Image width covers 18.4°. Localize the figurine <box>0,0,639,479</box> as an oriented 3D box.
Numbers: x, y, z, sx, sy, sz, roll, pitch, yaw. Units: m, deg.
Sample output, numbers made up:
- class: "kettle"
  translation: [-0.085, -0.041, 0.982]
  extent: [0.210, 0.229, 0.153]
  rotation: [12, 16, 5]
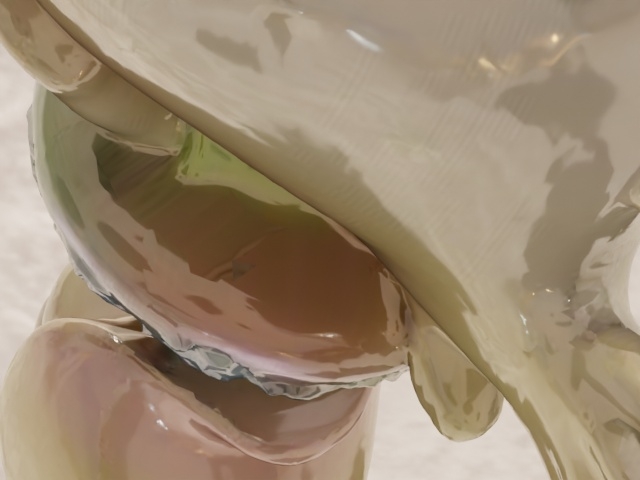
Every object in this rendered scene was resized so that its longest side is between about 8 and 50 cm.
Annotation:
- class: "figurine"
  translation: [0.000, 0.000, 0.502]
  extent: [0.227, 0.394, 0.274]
  rotation: [-12, 57, -30]
